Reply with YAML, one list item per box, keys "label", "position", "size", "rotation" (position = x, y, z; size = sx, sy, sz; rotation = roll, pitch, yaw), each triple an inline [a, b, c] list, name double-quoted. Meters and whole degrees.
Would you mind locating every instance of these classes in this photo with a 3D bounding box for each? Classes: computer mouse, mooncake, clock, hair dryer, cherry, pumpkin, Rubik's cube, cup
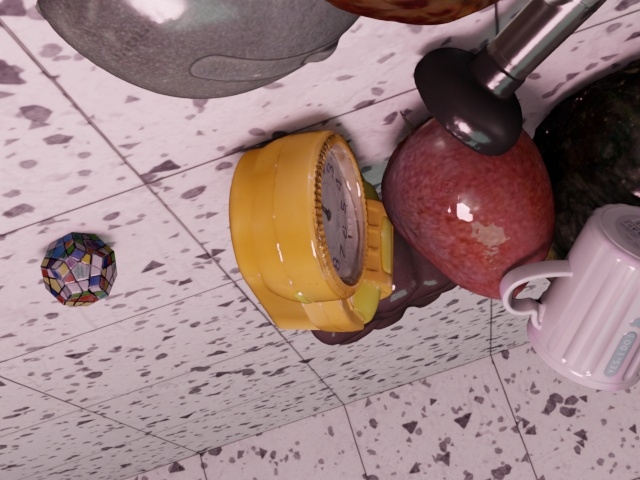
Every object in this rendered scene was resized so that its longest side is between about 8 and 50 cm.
- label: "computer mouse"
  position: [-0.090, -0.209, 0.964]
  size: [0.374, 0.114, 0.203]
  rotation: [-2, 154, -40]
- label: "mooncake"
  position: [0.103, 0.064, 1.745]
  size: [0.306, 0.154, 0.306]
  rotation: [-24, 168, -6]
- label: "clock"
  position: [-0.018, -0.013, 1.376]
  size: [0.200, 0.244, 0.317]
  rotation: [-7, 160, 15]
- label: "hair dryer"
  position: [0.185, -0.273, 1.122]
  size: [0.284, 0.156, 0.320]
  rotation: [15, 134, -23]
- label: "cherry"
  position: [0.207, -0.058, 1.376]
  size: [0.221, 0.307, 0.261]
  rotation: [-31, -177, -1]
- label: "pumpkin"
  position: [0.523, -0.073, 1.510]
  size: [0.454, 0.344, 0.454]
  rotation: [-13, 149, -8]
- label: "Rubik's cube"
  position: [-0.347, 0.042, 1.438]
  size: [0.093, 0.111, 0.111]
  rotation: [7, 164, 12]
- label: "cup"
  position: [0.364, 0.074, 1.297]
  size: [0.221, 0.167, 0.202]
  rotation: [-10, 134, -33]

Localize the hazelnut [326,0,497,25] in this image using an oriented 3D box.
- label: "hazelnut"
  position: [0.079, -0.266, 0.830]
  size: [0.234, 0.218, 0.218]
  rotation: [-17, 160, -10]
